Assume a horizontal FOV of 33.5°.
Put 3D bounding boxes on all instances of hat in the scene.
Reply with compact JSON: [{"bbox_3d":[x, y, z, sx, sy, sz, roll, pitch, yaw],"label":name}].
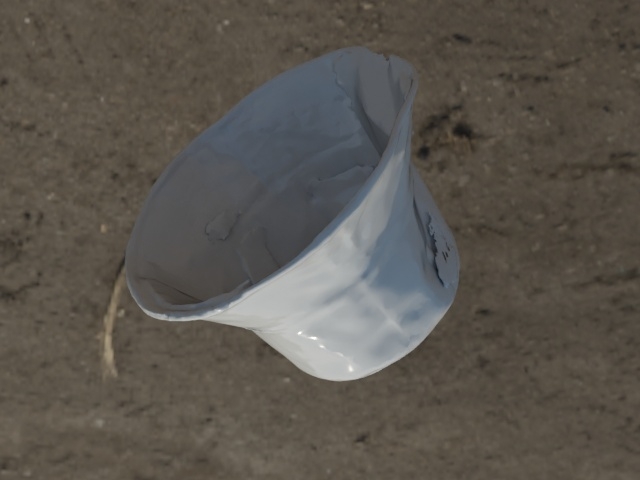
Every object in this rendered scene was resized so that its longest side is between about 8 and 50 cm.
[{"bbox_3d":[0.000,0.000,0.598,0.203,0.203,0.126,-25,123,21],"label":"hat"}]
